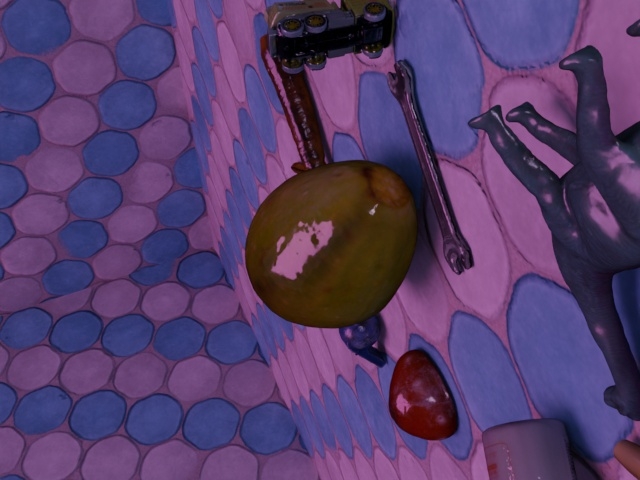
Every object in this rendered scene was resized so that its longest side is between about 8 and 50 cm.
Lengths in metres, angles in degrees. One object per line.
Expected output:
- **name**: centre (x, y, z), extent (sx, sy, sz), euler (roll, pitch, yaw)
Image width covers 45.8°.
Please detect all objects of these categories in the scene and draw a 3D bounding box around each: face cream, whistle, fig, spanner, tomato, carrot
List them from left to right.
- **carrot**: centre (-0.043, -0.243, 1.448), extent (0.066, 0.066, 0.314), euler (166, 86, -75)
- **fig**: centre (0.023, -0.003, 1.159), extent (0.258, 0.258, 0.326), euler (67, 152, 15)
- **whistle**: centre (0.089, 0.182, 1.497), extent (0.158, 0.090, 0.090), euler (34, -170, -34)
- **tomato**: centre (0.158, 0.271, 1.297), extent (0.139, 0.091, 0.159), euler (101, 149, -60)
- **spanner**: centre (0.148, -0.096, 1.031), extent (0.071, 0.017, 0.302), euler (168, 83, -75)
- **face cream**: centre (0.256, 0.339, 0.871), extent (0.101, 0.101, 0.252), euler (106, 160, -66)

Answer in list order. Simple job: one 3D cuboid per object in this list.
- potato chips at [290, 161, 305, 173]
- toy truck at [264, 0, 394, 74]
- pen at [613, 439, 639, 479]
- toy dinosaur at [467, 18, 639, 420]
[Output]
- **potato chips**: centre (-0.027, -0.141, 1.599), extent (0.037, 0.026, 0.204), euler (63, 169, -24)
- **toy truck**: centre (0.006, -0.292, 1.015), extent (0.077, 0.168, 0.100), euler (89, 164, -54)
- **pen**: centre (0.351, 0.248, 0.682), extent (0.040, 0.032, 0.233), euler (52, 174, -26)
- **toy dinosaur**: centre (0.271, 0.004, 0.593), extent (0.331, 0.129, 0.383), euler (60, 164, 2)
